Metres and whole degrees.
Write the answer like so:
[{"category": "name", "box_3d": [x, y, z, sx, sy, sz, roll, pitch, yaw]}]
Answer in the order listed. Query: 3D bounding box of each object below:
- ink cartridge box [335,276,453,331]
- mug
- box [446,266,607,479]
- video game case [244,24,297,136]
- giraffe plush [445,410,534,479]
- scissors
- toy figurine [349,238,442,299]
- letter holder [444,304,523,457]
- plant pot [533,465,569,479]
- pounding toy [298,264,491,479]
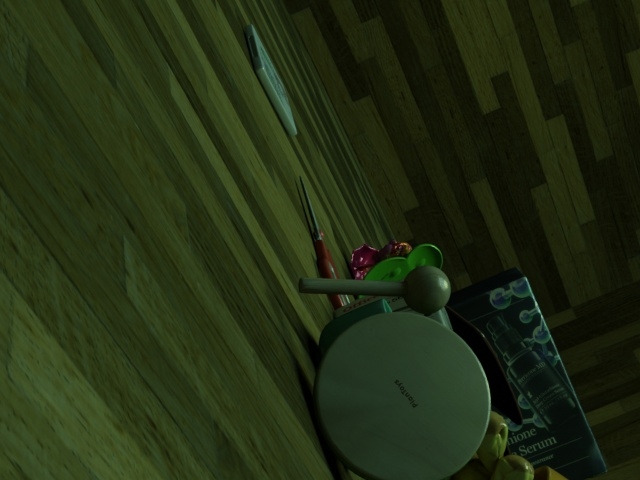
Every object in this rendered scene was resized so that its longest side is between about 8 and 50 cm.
[{"category": "ink cartridge box", "box_3d": [0.104, 0.138, 1.581, 0.203, 0.148, 0.086, -100, 164, -68]}, {"category": "mug", "box_3d": [0.057, 0.156, 1.352, 0.129, 0.097, 0.158, 56, 14, -63]}, {"category": "box", "box_3d": [0.323, 0.290, 2.230, 0.212, 0.293, 0.395, -32, 98, -84]}, {"category": "video game case", "box_3d": [-0.087, -0.279, 2.050, 0.143, 0.019, 0.157, -106, 171, -48]}, {"category": "giraffe plush", "box_3d": [0.235, 0.355, 1.725, 0.170, 0.181, 0.210, 8, 67, -73]}, {"category": "scissors", "box_3d": [0.000, 0.000, 1.773, 0.109, 0.021, 0.297, 52, 18, -61]}, {"category": "toy figurine", "box_3d": [0.118, 0.045, 2.098, 0.130, 0.173, 0.159, 44, 4, -29]}, {"category": "letter holder", "box_3d": [0.248, 0.276, 1.933, 0.214, 0.152, 0.302, 35, -17, 41]}, {"category": "plant pot", "box_3d": [0.357, 0.467, 1.716, 0.188, 0.205, 0.205, 32, 7, 1]}, {"category": "pounding toy", "box_3d": [0.071, 0.154, 1.243, 0.110, 0.183, 0.237, 109, -28, -64]}]
